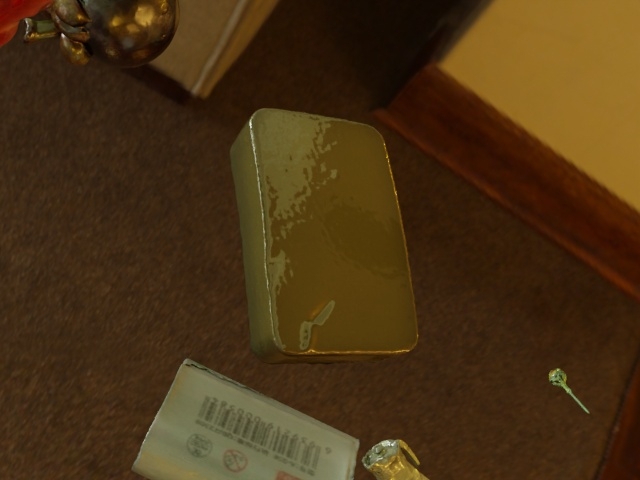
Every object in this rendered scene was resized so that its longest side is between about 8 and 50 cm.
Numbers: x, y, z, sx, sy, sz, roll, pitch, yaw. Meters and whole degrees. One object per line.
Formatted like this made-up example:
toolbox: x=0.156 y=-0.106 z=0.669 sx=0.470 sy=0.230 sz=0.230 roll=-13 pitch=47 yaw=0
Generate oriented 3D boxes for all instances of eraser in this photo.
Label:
eraser: x=-0.078 y=0.238 z=1.191 sx=0.227 sy=0.081 sz=0.174 roll=25 pitch=27 yaw=-2

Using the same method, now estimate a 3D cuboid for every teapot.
teapot: x=0.082 y=0.247 z=1.133 sx=0.083 sy=0.057 sz=0.067 roll=56 pitch=45 yaw=-24

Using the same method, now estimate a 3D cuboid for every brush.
brush: x=0.000 y=0.000 z=0.817 sx=0.123 sy=0.059 sz=0.197 roll=4 pitch=65 yaw=-27

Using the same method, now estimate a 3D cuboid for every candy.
candy: x=0.359 y=0.216 z=1.521 sx=0.023 sy=0.025 sz=0.083 roll=-45 pitch=57 yaw=6

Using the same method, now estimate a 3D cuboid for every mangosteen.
mangosteen: x=-0.344 y=-0.357 z=1.640 sx=0.250 sy=0.211 sz=0.211 roll=-27 pitch=78 yaw=-5

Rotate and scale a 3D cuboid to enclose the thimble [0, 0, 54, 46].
thimble: x=-0.213 y=-0.093 z=0.415 sx=0.125 sy=0.189 sz=0.163 roll=50 pitch=16 yaw=-9
